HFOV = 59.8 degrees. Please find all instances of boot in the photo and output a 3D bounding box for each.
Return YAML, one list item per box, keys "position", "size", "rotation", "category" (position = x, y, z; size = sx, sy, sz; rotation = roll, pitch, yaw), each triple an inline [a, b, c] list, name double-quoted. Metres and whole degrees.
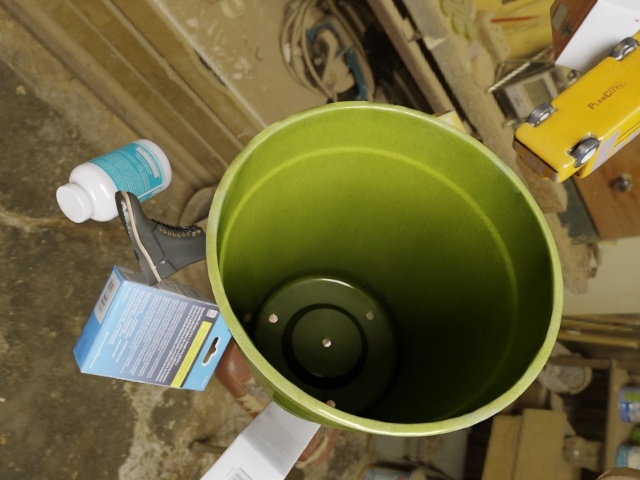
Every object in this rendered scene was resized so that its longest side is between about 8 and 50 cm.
- position: [-0.277, -0.023, 1.001]
  size: [0.137, 0.077, 0.198]
  rotation: [-23, 136, -18]
  category: "boot"

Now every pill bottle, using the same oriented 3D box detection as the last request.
- position: [-0.505, -0.141, 1.365]
  size: [0.264, 0.146, 0.146]
  rotation: [-42, 116, -47]
  category: "pill bottle"

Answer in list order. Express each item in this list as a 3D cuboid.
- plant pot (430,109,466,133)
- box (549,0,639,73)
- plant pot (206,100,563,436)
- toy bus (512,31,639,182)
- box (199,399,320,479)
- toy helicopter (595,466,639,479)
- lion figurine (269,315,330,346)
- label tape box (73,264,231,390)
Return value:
- position: [0.283, -0.182, 1.375]
  size: [0.254, 0.254, 0.239]
  rotation: [-34, 108, -48]
  category: "plant pot"
- position: [0.475, -0.396, 0.964]
  size: [0.091, 0.130, 0.170]
  rotation: [16, 55, -4]
  category: "box"
- position: [0.041, 0.084, 0.708]
  size: [0.366, 0.353, 0.367]
  rotation: [5, 62, -9]
  category: "plant pot"
- position: [0.469, -0.216, 0.906]
  size: [0.332, 0.108, 0.130]
  rotation: [-38, 153, -5]
  category: "toy bus"
- position: [-0.164, 0.617, 1.637]
  size: [0.168, 0.215, 0.345]
  rotation: [41, 16, 9]
  category: "box"
- position: [0.475, 0.509, 0.831]
  size: [0.140, 0.235, 0.355]
  rotation: [-17, 101, -44]
  category: "toy helicopter"
- position: [-0.035, 0.183, 1.456]
  size: [0.240, 0.392, 0.142]
  rotation: [-57, 150, -59]
  category: "lion figurine"
- position: [-0.414, 0.236, 1.445]
  size: [0.347, 0.115, 0.249]
  rotation: [23, 96, -41]
  category: "label tape box"
